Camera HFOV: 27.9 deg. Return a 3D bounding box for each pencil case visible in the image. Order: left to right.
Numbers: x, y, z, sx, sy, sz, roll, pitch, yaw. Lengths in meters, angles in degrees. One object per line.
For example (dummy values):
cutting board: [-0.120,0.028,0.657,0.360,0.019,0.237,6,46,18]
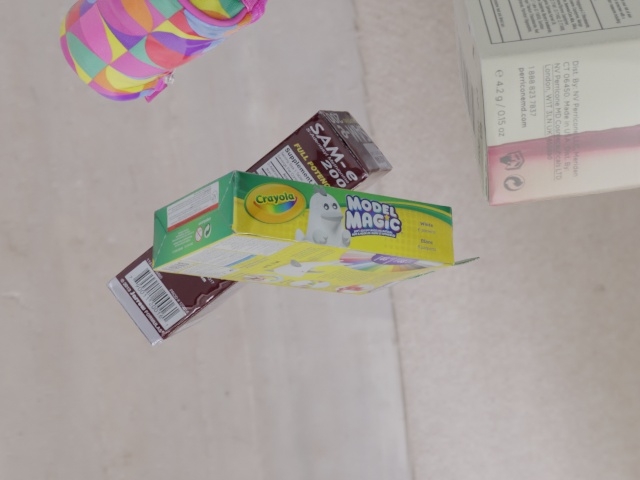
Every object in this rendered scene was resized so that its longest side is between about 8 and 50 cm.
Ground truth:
pencil case: [-0.115,-0.173,0.958,0.104,0.236,0.104,4,81,-25]

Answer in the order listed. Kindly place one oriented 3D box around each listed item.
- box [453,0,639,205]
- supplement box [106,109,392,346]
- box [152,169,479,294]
box: [0.216,-0.126,0.894,0.149,0.232,0.127,-93,175,-52]
supplement box: [-0.058,-0.014,1.121,0.073,0.239,0.130,53,12,3]
box: [0.000,0.000,0.790,0.179,0.105,0.043,11,72,-33]
